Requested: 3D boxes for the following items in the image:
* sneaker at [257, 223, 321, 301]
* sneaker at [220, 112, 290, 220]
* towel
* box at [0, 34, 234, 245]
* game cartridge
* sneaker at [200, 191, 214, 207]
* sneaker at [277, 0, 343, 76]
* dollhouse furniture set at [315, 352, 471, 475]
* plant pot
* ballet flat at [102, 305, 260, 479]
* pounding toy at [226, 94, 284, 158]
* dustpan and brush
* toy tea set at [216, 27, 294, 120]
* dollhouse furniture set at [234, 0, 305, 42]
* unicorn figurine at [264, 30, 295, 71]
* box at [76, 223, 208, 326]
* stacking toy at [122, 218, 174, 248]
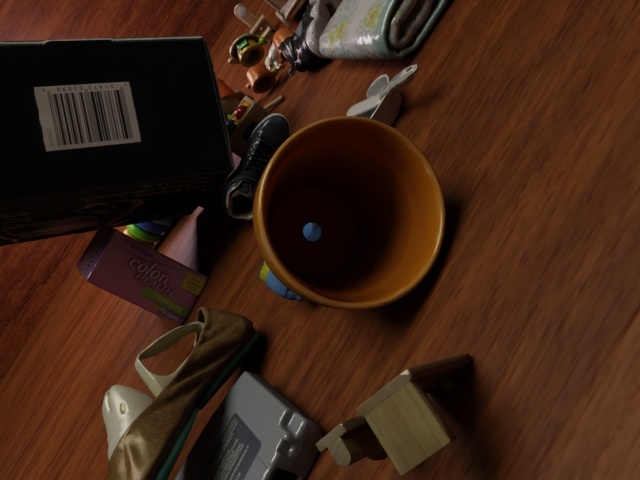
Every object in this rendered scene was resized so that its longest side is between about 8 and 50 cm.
[{"bbox_3d":[0.000,0.000,0.807,0.209,0.082,0.069,-53,-14,-27],"label":"sneaker"},{"bbox_3d":[-0.123,-0.142,1.119,0.226,0.086,0.163,-58,19,13],"label":"sneaker"},{"bbox_3d":[0.163,-0.498,1.037,0.374,0.090,0.320,-56,23,3],"label":"towel"},{"bbox_3d":[-0.495,-0.197,1.213,0.472,0.481,0.297,-18,84,66],"label":"box"},{"bbox_3d":[-0.120,0.315,0.662,0.297,0.062,0.198,-61,22,-8],"label":"game cartridge"},{"bbox_3d":[-0.328,-0.174,1.515,0.064,0.086,0.192,-37,33,35],"label":"sneaker"},{"bbox_3d":[-0.024,-0.510,1.345,0.153,0.101,0.268,-27,42,42],"label":"sneaker"},{"bbox_3d":[0.090,0.200,0.455,0.144,0.123,0.151,-45,64,24],"label":"dollhouse furniture set"},{"bbox_3d":[0.014,-0.021,0.666,0.205,0.205,0.188,-64,11,-13],"label":"plant pot"},{"bbox_3d":[-0.197,0.198,0.724,0.116,0.124,0.342,-61,-1,38],"label":"ballet flat"},{"bbox_3d":[-0.175,-0.310,1.396,0.181,0.094,0.206,-54,27,8],"label":"pounding toy"},{"bbox_3d":[0.093,-0.214,0.866,0.211,0.060,0.147,-12,51,55],"label":"dustpan and brush"},{"bbox_3d":[-0.175,-0.423,1.484,0.336,0.200,0.124,-45,66,25],"label":"toy tea set"},{"bbox_3d":[-0.142,-0.764,1.739,0.303,0.174,0.355,-50,25,16],"label":"dollhouse furniture set"},{"bbox_3d":[-0.121,-0.546,1.600,0.162,0.060,0.111,-50,28,14],"label":"unicorn figurine"},{"bbox_3d":[-0.396,0.070,1.220,0.243,0.214,0.117,8,68,61],"label":"box"},{"bbox_3d":[-0.536,-0.028,1.673,0.330,0.141,0.141,-55,26,14],"label":"stacking toy"}]
